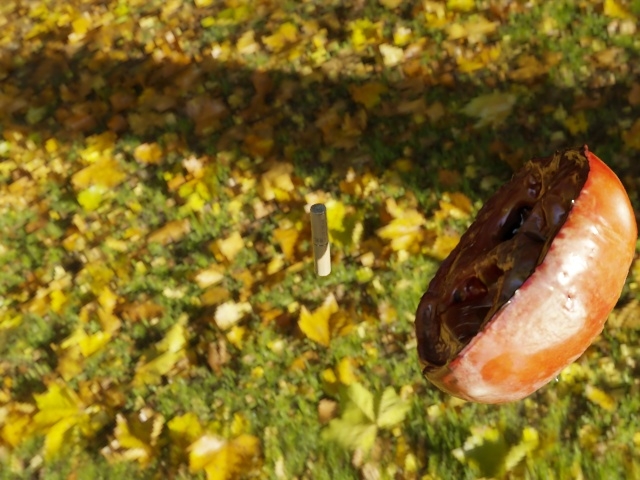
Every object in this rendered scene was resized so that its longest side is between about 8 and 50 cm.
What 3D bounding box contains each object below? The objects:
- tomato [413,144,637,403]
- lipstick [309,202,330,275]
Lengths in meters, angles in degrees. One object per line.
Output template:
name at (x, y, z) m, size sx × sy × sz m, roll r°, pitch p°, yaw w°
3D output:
tomato at (0.170, 0.037, 0.802) m, size 0.228 × 0.101 × 0.228 m, roll -57°, pitch 7°, yaw 12°
lipstick at (0.000, 0.000, 1.081) m, size 0.019 × 0.094 × 0.019 m, roll -3°, pitch 44°, yaw 3°
